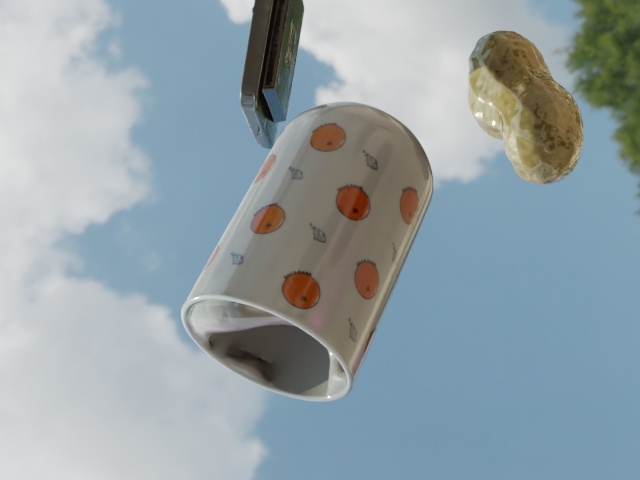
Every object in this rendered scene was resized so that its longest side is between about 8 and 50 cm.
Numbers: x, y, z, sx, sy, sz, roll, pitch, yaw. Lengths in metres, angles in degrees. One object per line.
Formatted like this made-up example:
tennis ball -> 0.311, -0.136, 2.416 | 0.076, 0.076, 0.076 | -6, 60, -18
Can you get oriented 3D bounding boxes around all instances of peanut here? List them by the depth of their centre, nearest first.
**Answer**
peanut -> 0.261, -0.171, 1.741 | 0.111, 0.125, 0.274 | 26, -152, -33

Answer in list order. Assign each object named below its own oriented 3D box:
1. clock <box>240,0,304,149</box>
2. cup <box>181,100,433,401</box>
clock -> -0.065, -0.293, 1.978 | 0.049, 0.273, 0.279 | 8, -98, 5
cup -> 0.000, 0.000, 1.568 | 0.212, 0.212, 0.317 | 38, -119, -21
